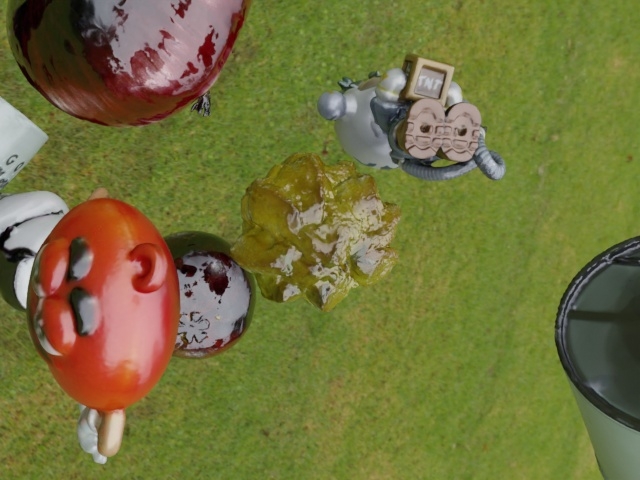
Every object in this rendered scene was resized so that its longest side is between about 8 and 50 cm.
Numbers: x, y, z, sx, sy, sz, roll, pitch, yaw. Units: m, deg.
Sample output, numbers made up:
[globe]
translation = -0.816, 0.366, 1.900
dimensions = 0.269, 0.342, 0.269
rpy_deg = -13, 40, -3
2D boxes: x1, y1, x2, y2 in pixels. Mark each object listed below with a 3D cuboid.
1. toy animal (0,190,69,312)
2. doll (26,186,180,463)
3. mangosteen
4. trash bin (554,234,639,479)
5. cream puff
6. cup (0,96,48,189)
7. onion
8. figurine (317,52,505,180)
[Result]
[toy animal]
translation = -0.493, 0.009, 1.062
dimensions = 0.187, 0.235, 0.165
rpy_deg = -31, 146, -41
[doll]
translation = -0.146, 0.052, 0.412
dimensions = 0.085, 0.217, 0.183
rpy_deg = -4, 82, -29
[mangosteen]
translation = -0.229, 0.082, 1.141
dimensions = 0.236, 0.261, 0.235
rpy_deg = -4, 118, -8
[trash bin]
translation = 0.368, 0.152, 0.627
dimensions = 0.262, 0.217, 0.277
rpy_deg = 56, 38, -40
[cream puff]
translation = -0.006, -0.006, 0.915
dimensions = 0.196, 0.244, 0.244
rpy_deg = -13, 110, -73
[cup]
translation = -0.550, -0.128, 0.922
dimensions = 0.186, 0.258, 0.234
rpy_deg = 39, 78, -19
[onion]
translation = -0.195, -0.250, 0.580
dimensions = 0.285, 0.273, 0.272
rpy_deg = 31, 77, -46
[figurine]
translation = 0.128, -0.204, 1.035
dimensions = 0.261, 0.382, 0.186
rpy_deg = 17, 97, -14
